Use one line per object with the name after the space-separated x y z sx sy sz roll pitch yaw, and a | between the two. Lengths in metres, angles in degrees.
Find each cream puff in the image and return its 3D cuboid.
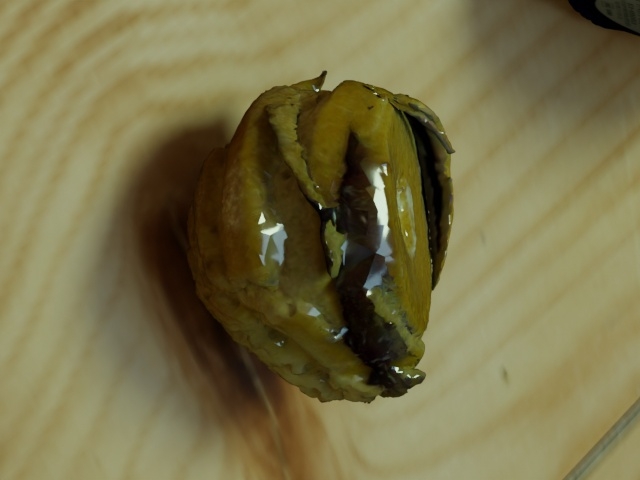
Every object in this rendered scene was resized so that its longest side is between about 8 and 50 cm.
0.000 0.000 0.782 0.119 0.104 0.133 -68 153 -57 | cream puff

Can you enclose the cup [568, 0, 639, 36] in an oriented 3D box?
0.175 -0.227 0.905 0.178 0.255 0.256 35 72 -81 | cup
